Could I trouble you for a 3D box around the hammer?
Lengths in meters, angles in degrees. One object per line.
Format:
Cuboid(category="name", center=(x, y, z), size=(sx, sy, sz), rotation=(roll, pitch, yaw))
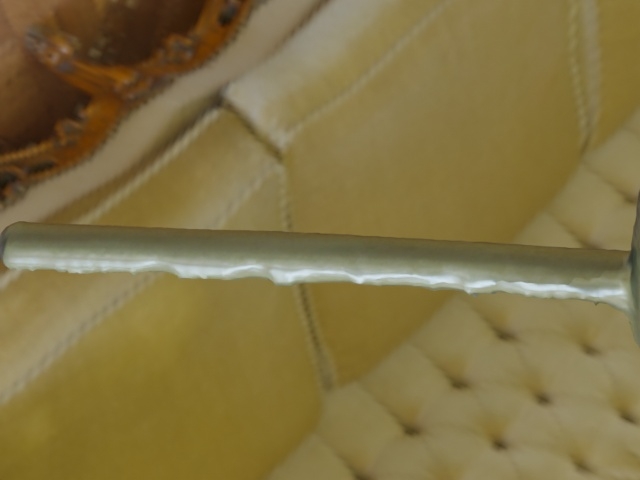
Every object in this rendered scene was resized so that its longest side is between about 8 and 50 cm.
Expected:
Cuboid(category="hammer", center=(0.000, 0.000, 0.394), size=(0.060, 0.195, 0.028), rotation=(60, 39, -49))
